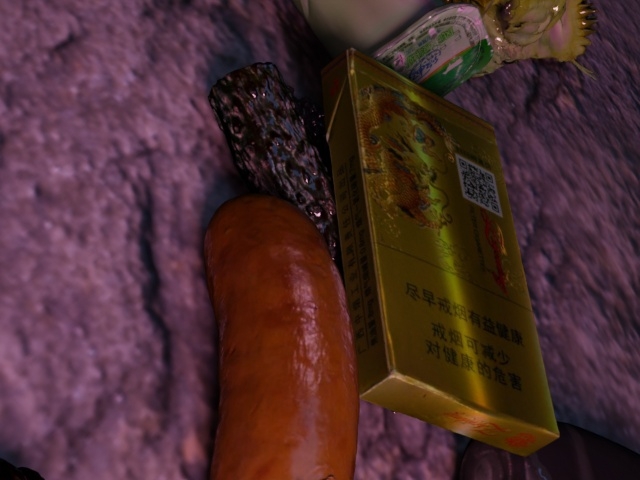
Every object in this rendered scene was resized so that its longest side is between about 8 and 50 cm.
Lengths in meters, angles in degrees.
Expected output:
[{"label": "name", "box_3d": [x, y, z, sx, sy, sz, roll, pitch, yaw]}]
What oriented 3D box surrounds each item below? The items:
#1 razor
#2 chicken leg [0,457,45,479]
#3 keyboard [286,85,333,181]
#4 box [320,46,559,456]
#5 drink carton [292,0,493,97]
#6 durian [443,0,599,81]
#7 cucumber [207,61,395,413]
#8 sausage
[{"label": "razor", "box_3d": [0.253, 0.265, 1.162, 0.349, 0.113, 0.204, 25, 42, -39]}, {"label": "chicken leg", "box_3d": [-0.223, 0.172, 0.691, 0.106, 0.051, 0.253, 59, 36, -5]}, {"label": "keyboard", "box_3d": [0.045, -0.058, 1.250, 0.231, 0.023, 0.072, 30, 44, -35]}, {"label": "box", "box_3d": [0.088, 0.004, 1.096, 0.173, 0.043, 0.311, 23, 44, -34]}, {"label": "drink carton", "box_3d": [0.051, -0.198, 1.266, 0.142, 0.146, 0.144, 57, 3, 22]}, {"label": "durian", "box_3d": [0.200, -0.268, 1.585, 0.355, 0.157, 0.169, -8, 105, -54]}, {"label": "cucumber", "box_3d": [0.000, 0.000, 1.103, 0.067, 0.067, 0.293, -15, 76, -56]}, {"label": "sausage", "box_3d": [-0.030, 0.078, 0.969, 0.109, 0.109, 0.270, 29, 40, -36]}]
